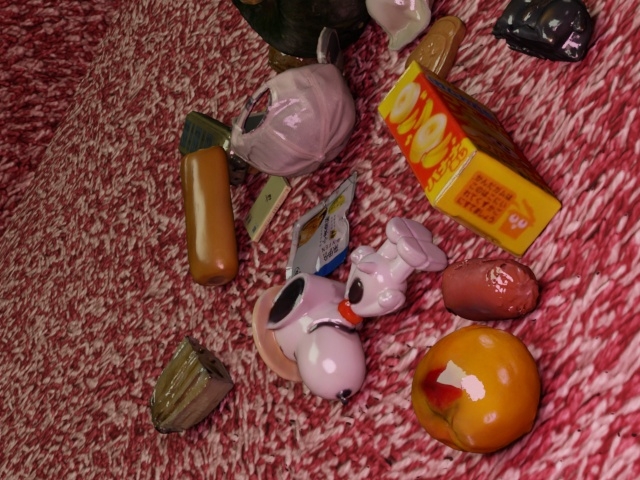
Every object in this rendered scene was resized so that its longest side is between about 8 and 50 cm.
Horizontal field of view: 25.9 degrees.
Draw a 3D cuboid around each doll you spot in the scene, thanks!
[{"bbox_3d":[0.035,0.076,1.814,0.208,0.144,0.271,40,106,44],"label":"doll"}]

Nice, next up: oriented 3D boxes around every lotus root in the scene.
[{"bbox_3d":[-0.201,0.237,2.169,0.144,0.070,0.143,-51,33,15],"label":"lotus root"}]

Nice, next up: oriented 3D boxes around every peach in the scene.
[{"bbox_3d":[0.166,0.154,1.469,0.138,0.138,0.138,-44,31,35],"label":"peach"}]

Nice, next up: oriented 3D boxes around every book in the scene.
[{"bbox_3d":[-0.088,-0.058,2.302,0.111,0.014,0.077,-57,27,14],"label":"book"}]

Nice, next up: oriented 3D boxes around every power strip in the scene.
[{"bbox_3d":[-0.194,-0.168,2.529,0.387,0.066,0.092,-147,72,-68],"label":"power strip"}]

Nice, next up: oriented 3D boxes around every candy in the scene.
[{"bbox_3d":[0.174,-0.103,1.684,0.088,0.146,0.276,-54,25,17],"label":"candy"}]

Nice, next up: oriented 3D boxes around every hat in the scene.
[{"bbox_3d":[-0.026,-0.198,2.176,0.232,0.161,0.275,-38,9,23],"label":"hat"}]

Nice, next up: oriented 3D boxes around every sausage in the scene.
[{"bbox_3d":[0.190,0.056,1.576,0.141,0.076,0.076,-7,60,57],"label":"sausage"}]

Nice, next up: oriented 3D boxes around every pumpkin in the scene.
[{"bbox_3d":[-0.041,-0.438,2.250,0.207,0.300,0.300,-32,13,-25],"label":"pumpkin"}]

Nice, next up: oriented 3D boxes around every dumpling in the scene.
[{"bbox_3d":[0.128,-0.364,2.090,0.169,0.100,0.134,-52,41,27],"label":"dumpling"}]

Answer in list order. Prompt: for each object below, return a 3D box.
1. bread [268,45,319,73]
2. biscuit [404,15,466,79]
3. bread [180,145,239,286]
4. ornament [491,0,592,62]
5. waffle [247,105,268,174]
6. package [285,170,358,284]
[{"bbox_3d":[-0.051,-0.310,2.404,0.060,0.082,0.113,-64,21,4],"label":"bread"},{"bbox_3d":[0.155,-0.260,2.017,0.118,0.023,0.140,4,70,63],"label":"biscuit"},{"bbox_3d":[-0.190,-0.044,2.331,0.092,0.074,0.239,-30,63,52],"label":"bread"},{"bbox_3d":[0.312,-0.344,1.727,0.236,0.080,0.202,-62,21,2],"label":"ornament"},{"bbox_3d":[-0.092,-0.185,2.427,0.092,0.021,0.135,-39,34,42],"label":"waffle"},{"bbox_3d":[0.000,0.000,2.058,0.171,0.027,0.173,-39,30,42],"label":"package"}]
